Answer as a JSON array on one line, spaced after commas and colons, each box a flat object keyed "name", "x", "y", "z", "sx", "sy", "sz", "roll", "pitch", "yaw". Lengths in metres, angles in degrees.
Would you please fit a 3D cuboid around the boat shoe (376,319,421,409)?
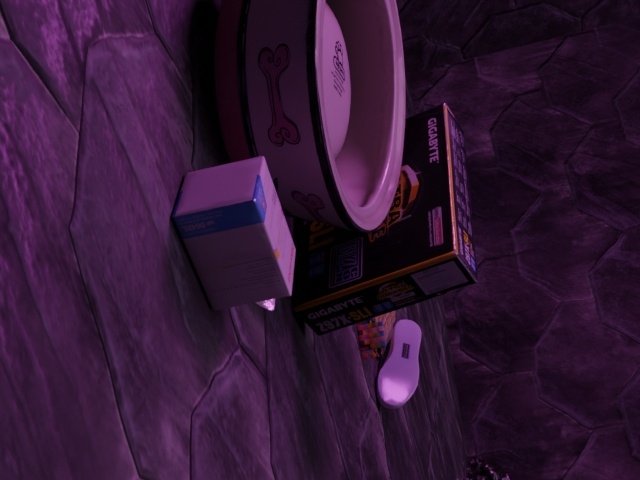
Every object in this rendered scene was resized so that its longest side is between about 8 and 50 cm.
[{"name": "boat shoe", "x": 0.150, "y": 0.258, "z": 2.048, "sx": 0.228, "sy": 0.080, "sz": 0.076, "roll": -76, "pitch": -175, "yaw": -47}]

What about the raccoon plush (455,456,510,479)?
[{"name": "raccoon plush", "x": 0.164, "y": 0.541, "z": 1.723, "sx": 0.446, "sy": 0.299, "sz": 0.216, "roll": 113, "pitch": -37, "yaw": -48}]

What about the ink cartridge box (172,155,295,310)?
[{"name": "ink cartridge box", "x": -0.085, "y": 0.001, "z": 1.087, "sx": 0.092, "sy": 0.090, "sz": 0.143, "roll": -85, "pitch": 161, "yaw": -56}]

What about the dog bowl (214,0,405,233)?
[{"name": "dog bowl", "x": -0.007, "y": -0.211, "z": 1.369, "sx": 0.408, "sy": 0.150, "sz": 0.407, "roll": -1, "pitch": 90, "yaw": -70}]

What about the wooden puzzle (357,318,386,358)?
[{"name": "wooden puzzle", "x": 0.095, "y": 0.178, "z": 1.905, "sx": 0.006, "sy": 0.049, "sz": 0.083, "roll": 47, "pitch": 32, "yaw": -66}]

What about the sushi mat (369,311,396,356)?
[{"name": "sushi mat", "x": 0.128, "y": 0.136, "z": 2.197, "sx": 0.316, "sy": 0.019, "sz": 0.151, "roll": -46, "pitch": 124, "yaw": -77}]

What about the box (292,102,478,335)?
[{"name": "box", "x": 0.092, "y": -0.035, "z": 1.523, "sx": 0.079, "sy": 0.257, "sz": 0.322, "roll": 49, "pitch": 31, "yaw": -36}]
